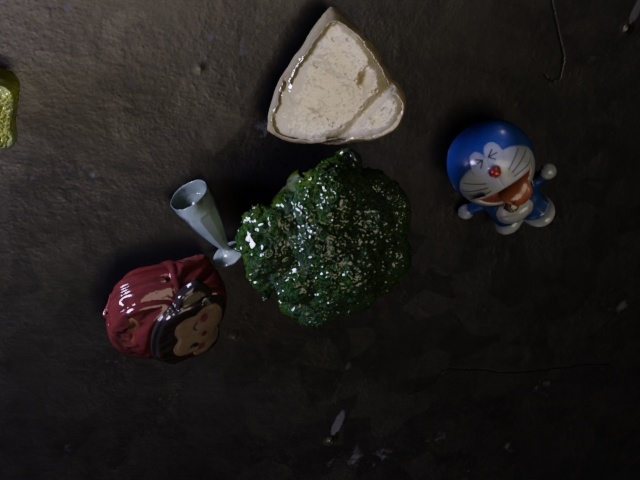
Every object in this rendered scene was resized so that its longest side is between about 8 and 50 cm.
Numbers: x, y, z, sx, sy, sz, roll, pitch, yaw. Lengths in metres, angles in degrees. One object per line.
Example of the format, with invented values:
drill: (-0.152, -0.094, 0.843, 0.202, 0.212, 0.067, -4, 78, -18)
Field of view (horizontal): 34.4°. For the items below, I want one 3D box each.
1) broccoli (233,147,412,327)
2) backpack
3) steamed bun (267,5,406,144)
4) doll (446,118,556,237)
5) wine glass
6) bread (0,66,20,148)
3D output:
broccoli: (0.000, 0.000, 1.769, 0.303, 0.283, 0.321, -25, 126, -13)
backpack: (-0.275, 0.122, 1.820, 0.229, 0.139, 0.229, -16, 142, -13)
steamed bun: (0.036, -0.248, 1.749, 0.212, 0.110, 0.231, 31, 107, -15)
doll: (0.334, -0.106, 1.929, 0.215, 0.161, 0.257, -24, 132, 23)
wine glass: (-0.196, -0.027, 1.805, 0.073, 0.073, 0.155, -31, 128, -3)
bread: (-0.514, -0.201, 1.547, 0.129, 0.111, 0.114, -9, 125, -20)
